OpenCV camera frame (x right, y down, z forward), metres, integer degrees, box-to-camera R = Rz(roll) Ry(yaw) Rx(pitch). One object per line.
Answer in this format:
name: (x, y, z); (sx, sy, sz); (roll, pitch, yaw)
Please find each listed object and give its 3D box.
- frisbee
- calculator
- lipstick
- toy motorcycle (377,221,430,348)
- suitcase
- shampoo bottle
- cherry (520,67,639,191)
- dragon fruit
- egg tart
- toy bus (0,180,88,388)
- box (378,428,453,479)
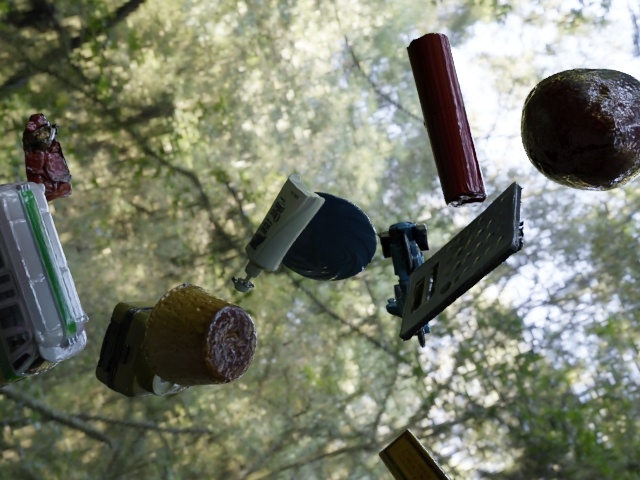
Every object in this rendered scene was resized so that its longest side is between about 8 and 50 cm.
frisbee: (-0.002, 0.003, 2.443); (0.049, 0.289, 0.290); (-74, 165, -49)
calculator: (0.208, 0.034, 1.445); (0.262, 0.021, 0.161); (-45, -163, 35)
lipstick: (0.195, -0.185, 1.502); (0.073, 0.073, 0.280); (120, -38, -66)
toy motorcycle: (0.192, 0.081, 2.055); (0.182, 0.123, 0.272); (-96, 176, -69)
suitcase: (-0.353, 0.234, 2.081); (0.143, 0.234, 0.194); (22, -81, 31)
shampoo bottle: (-0.050, -0.001, 1.043); (0.049, 0.034, 0.141); (40, -74, 23)
cherry: (0.451, -0.183, 1.612); (0.300, 0.230, 0.203); (-72, 175, -70)
dragon fruit: (-0.589, -0.182, 2.091); (0.122, 0.092, 0.192); (-123, -151, -65)
egg tart: (-0.218, 0.185, 1.848); (0.147, 0.202, 0.203); (1, -68, 40)
toy bus: (-0.477, 0.065, 1.495); (0.143, 0.179, 0.306); (-26, 101, -64)
box: (0.229, 0.486, 1.751); (0.193, 0.084, 0.301); (51, -3, -17)
